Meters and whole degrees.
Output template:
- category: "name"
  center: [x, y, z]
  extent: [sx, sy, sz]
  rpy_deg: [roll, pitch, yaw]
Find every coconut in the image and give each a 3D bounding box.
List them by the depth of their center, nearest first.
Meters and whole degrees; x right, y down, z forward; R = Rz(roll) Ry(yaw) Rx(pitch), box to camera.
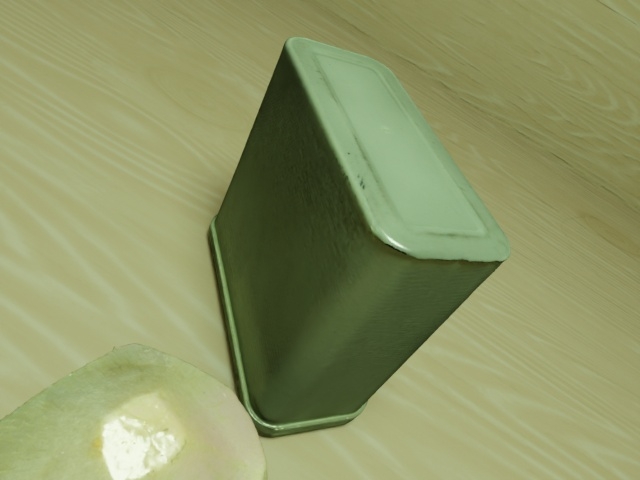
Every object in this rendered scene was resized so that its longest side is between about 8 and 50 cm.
- category: "coconut"
  center: [-0.155, 0.199, 0.344]
  extent: [0.236, 0.237, 0.197]
  rpy_deg: [-20, 64, -44]

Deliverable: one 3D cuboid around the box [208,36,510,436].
- category: "box"
  center: [0.000, 0.000, 0.558]
  extent: [0.177, 0.344, 0.352]
  rpy_deg: [3, 48, -28]
